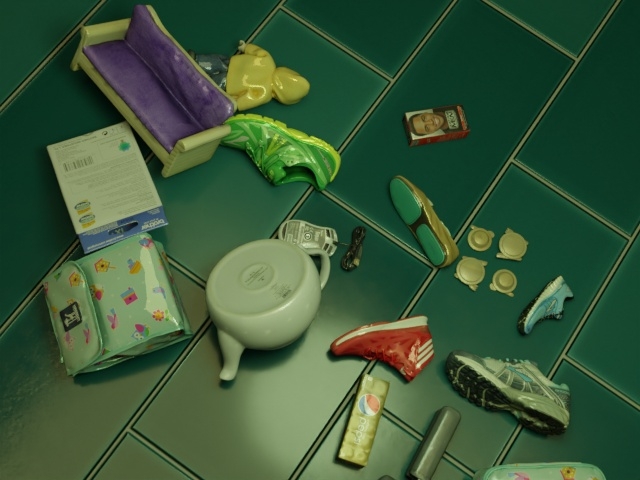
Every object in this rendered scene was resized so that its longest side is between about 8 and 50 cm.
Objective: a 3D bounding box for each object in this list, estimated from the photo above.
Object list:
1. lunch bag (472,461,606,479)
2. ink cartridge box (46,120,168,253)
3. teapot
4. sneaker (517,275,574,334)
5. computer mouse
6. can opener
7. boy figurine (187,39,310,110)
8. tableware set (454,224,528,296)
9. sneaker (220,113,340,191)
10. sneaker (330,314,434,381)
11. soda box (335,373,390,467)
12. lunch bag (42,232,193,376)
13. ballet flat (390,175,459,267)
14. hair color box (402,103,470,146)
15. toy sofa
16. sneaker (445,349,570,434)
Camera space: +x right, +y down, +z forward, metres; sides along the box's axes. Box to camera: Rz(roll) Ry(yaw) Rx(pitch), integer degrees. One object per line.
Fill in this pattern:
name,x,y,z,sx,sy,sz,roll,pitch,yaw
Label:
lunch bag,0.451,0.561,1.806,0.279,0.108,0.224,1,71,-6
ink cartridge box,-0.448,-0.106,1.909,0.186,0.065,0.311,-20,55,-12
teapot,-0.103,0.130,1.855,0.256,0.187,0.252,-12,45,7
sneaker,0.498,0.151,1.975,0.073,0.063,0.162,45,73,5
computer mouse,0.000,0.000,1.981,0.193,0.042,0.106,13,75,-8
can opener,0.183,0.454,1.829,0.095,0.076,0.283,30,70,3
boy figurine,-0.167,-0.375,2.061,0.285,0.092,0.177,4,71,-6
tableware set,0.383,0.042,2.021,0.141,0.020,0.168,19,72,2
sneaker,-0.104,-0.192,1.996,0.296,0.109,0.123,18,70,1
sneaker,0.139,0.239,1.892,0.221,0.087,0.128,-14,72,-10
soda box,0.087,0.372,1.855,0.061,0.058,0.181,19,71,0
lunch bag,-0.421,0.134,1.827,0.262,0.160,0.223,-20,78,-1
ballet flat,0.233,-0.045,2.016,0.073,0.080,0.232,-17,75,-41
hair color box,0.269,-0.268,2.099,0.141,0.043,0.072,-11,74,-9
toy sofa,-0.361,-0.331,1.949,0.362,0.177,0.150,49,42,11
sneaker,0.398,0.300,1.907,0.283,0.110,0.122,29,53,1
